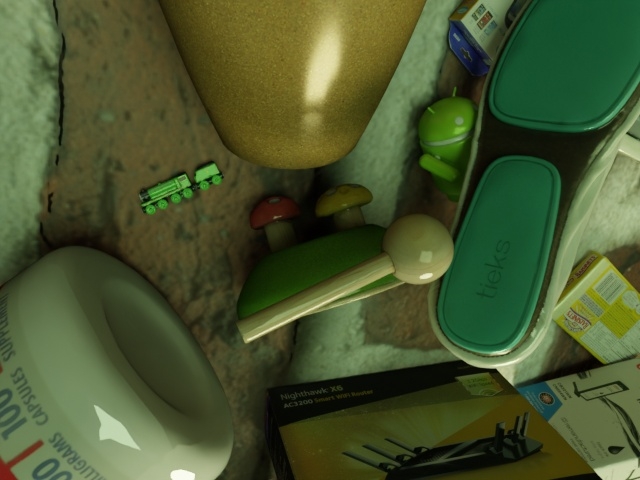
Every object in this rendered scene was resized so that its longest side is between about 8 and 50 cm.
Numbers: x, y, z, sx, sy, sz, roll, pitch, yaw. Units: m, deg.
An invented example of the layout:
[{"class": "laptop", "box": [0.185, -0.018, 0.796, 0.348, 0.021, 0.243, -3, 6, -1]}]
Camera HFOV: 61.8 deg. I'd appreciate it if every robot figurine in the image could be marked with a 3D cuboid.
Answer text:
[{"class": "robot figurine", "box": [0.139, -0.093, 0.544, 0.101, 0.067, 0.115, -42, 121, -27]}]

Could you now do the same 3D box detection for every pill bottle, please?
[{"class": "pill bottle", "box": [-0.296, 0.207, 0.440, 0.408, 0.229, 0.229, -37, 120, 0]}]

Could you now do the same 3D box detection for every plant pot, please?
[{"class": "plant pot", "box": [-0.019, -0.190, 0.378, 0.237, 0.237, 0.254, -9, 132, -15]}]

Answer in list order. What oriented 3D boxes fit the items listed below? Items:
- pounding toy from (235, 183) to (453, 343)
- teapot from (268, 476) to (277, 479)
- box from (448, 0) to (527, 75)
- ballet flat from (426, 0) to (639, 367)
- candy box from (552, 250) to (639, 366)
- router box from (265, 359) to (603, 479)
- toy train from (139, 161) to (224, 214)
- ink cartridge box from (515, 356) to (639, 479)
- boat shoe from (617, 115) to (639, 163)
[{"class": "pounding toy", "box": [0.000, 0.000, 0.479, 0.183, 0.237, 0.110, -17, 89, -6]}, {"class": "teapot", "box": [-0.087, 0.450, 0.656, 0.256, 0.187, 0.252, -38, 151, -19]}, {"class": "box", "box": [0.189, -0.228, 0.523, 0.081, 0.028, 0.136, 37, 96, -29]}, {"class": "ballet flat", "box": [0.208, -0.076, 0.492, 0.139, 0.139, 0.400, 22, 87, -26]}, {"class": "candy box", "box": [0.399, 0.106, 0.746, 0.206, 0.027, 0.105, 36, 103, -29]}, {"class": "router box", "box": [0.113, 0.248, 0.591, 0.309, 0.243, 0.081, -4, 115, -18]}, {"class": "toy train", "box": [-0.131, -0.050, 0.501, 0.083, 0.017, 0.023, -25, 109, -7]}, {"class": "ink cartridge box", "box": [0.392, 0.255, 0.726, 0.203, 0.148, 0.085, -14, 121, -4]}, {"class": "boat shoe", "box": [0.408, -0.119, 0.598, 0.320, 0.116, 0.099, 18, 111, -20]}]
